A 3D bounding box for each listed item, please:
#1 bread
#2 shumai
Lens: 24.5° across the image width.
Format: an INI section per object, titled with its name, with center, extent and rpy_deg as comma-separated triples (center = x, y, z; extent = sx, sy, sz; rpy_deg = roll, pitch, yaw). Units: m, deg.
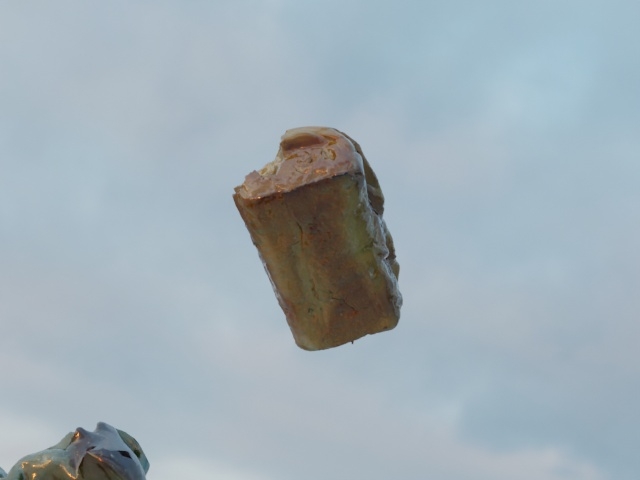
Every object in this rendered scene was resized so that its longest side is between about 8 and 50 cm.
[bread]
center = 0.002, -0.005, 2.034
extent = 0.195, 0.149, 0.344
rpy_deg = -17, -48, 1
[shumai]
center = -0.275, 0.354, 1.672
extent = 0.203, 0.272, 0.222
rpy_deg = -14, 28, -14
